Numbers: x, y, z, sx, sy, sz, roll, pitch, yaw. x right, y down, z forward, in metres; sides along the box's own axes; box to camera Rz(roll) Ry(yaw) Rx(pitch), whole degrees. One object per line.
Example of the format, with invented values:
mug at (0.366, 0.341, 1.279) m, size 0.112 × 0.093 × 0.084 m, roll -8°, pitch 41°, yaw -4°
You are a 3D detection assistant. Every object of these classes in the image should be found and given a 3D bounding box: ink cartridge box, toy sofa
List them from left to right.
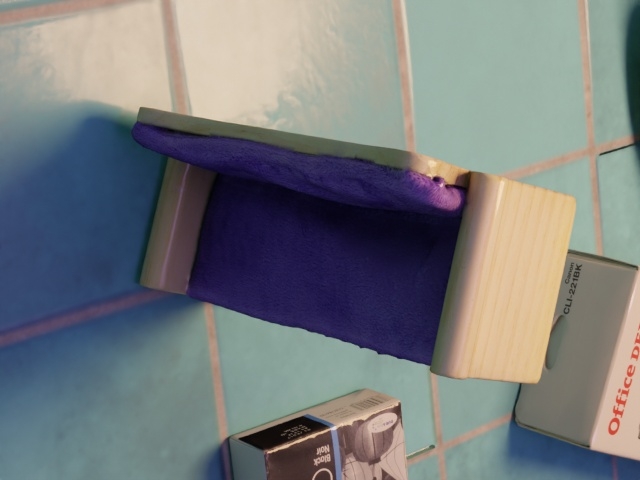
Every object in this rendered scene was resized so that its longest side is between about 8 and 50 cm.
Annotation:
toy sofa at (0.000, 0.000, 1.188) m, size 0.177 × 0.363 × 0.150 m, roll 11°, pitch 91°, yaw -45°
ink cartridge box at (0.012, 0.321, 1.443) m, size 0.165 × 0.065 × 0.332 m, roll -17°, pitch 109°, yaw -35°
ink cartridge box at (0.359, 0.139, 1.645) m, size 0.273 × 0.114 × 0.197 m, roll 17°, pitch 88°, yaw -37°
